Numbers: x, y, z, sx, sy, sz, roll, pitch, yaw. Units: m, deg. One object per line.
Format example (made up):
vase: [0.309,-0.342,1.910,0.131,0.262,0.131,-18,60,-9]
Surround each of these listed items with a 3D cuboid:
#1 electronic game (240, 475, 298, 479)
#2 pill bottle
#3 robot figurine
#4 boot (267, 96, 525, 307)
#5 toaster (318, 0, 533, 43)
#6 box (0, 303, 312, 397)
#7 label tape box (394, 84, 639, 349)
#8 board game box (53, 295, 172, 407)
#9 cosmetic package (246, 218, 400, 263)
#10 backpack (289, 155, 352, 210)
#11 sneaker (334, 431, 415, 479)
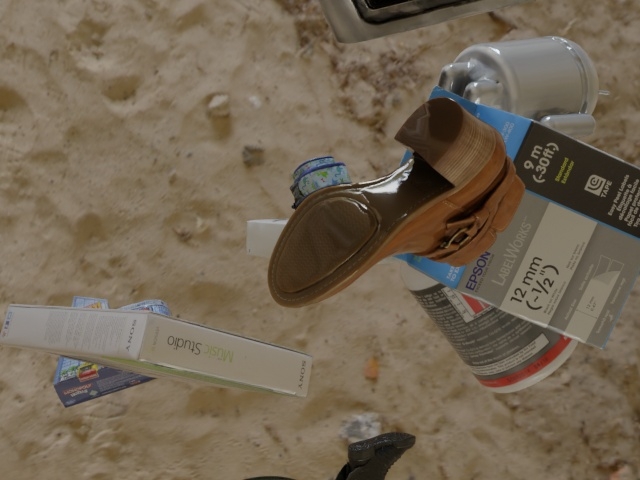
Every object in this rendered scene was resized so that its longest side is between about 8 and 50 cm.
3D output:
electronic game: [-0.059,0.371,0.976,0.229,0.048,0.229,-3,65,7]
pill bottle: [0.268,0.067,1.560,0.210,0.210,0.363,-45,105,-30]
robot figurine: [0.378,-0.279,1.704,0.354,0.199,0.300,-12,46,-30]
boot: [0.067,-0.005,0.676,0.152,0.197,0.073,31,21,-56]
toaster: [0.056,-0.218,0.515,0.168,0.186,0.110,60,33,-39]
box: [-0.200,0.128,1.064,0.232,0.322,0.058,21,75,-41]
label tape box: [0.272,-0.031,1.237,0.348,0.115,0.249,22,97,-13]
board game box: [-0.336,0.155,1.467,0.194,0.060,0.194,-17,41,-7]
cosmetic package: [0.000,0.000,1.377,0.099,0.239,0.060,-6,98,-45]
backpack: [0.000,-0.118,1.769,0.105,0.114,0.084,-13,80,-28]
sneaker: [0.091,0.379,1.514,0.170,0.051,0.089,-3,94,-38]
